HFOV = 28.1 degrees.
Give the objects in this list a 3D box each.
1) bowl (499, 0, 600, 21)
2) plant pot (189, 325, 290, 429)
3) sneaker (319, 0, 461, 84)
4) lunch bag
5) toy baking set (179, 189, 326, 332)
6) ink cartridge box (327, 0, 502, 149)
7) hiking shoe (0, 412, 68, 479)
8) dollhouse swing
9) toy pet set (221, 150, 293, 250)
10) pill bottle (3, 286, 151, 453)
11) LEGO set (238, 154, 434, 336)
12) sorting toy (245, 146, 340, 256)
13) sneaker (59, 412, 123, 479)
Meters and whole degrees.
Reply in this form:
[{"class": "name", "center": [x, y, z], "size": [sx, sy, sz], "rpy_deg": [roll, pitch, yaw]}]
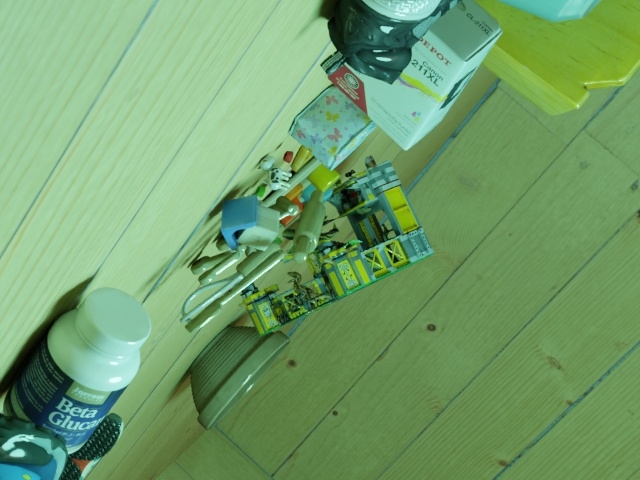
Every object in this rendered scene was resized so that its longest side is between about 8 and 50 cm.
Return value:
[{"class": "bowl", "center": [0.323, -0.395, 1.598], "size": [0.311, 0.163, 0.311], "rpy_deg": [-47, 174, -6]}, {"class": "plant pot", "center": [-0.175, 0.243, 2.460], "size": [0.237, 0.110, 0.237], "rpy_deg": [-48, 174, -7]}, {"class": "sneaker", "center": [0.095, -0.244, 1.230], "size": [0.268, 0.101, 0.153], "rpy_deg": [-35, 168, -42]}, {"class": "lunch bag", "center": [0.017, -0.135, 1.500], "size": [0.083, 0.071, 0.053], "rpy_deg": [-46, 173, -24]}, {"class": "toy baking set", "center": [-0.081, 0.026, 1.542], "size": [0.197, 0.030, 0.256], "rpy_deg": [-30, -159, 18]}, {"class": "ink cartridge box", "center": [0.097, -0.200, 1.372], "size": [0.072, 0.127, 0.175], "rpy_deg": [-42, 171, -32]}, {"class": "hiking shoe", "center": [-0.306, 0.251, 1.202], "size": [0.304, 0.113, 0.132], "rpy_deg": [107, -3, -61]}, {"class": "dollhouse swing", "center": [0.381, -0.347, 1.875], "size": [0.347, 0.315, 0.305], "rpy_deg": [-48, 162, -5]}, {"class": "toy pet set", "center": [-0.089, -0.042, 1.513], "size": [0.122, 0.065, 0.114], "rpy_deg": [-49, -150, 45]}, {"class": "pill bottle", "center": [-0.234, 0.125, 1.244], "size": [0.169, 0.094, 0.094], "rpy_deg": [-52, 173, 32]}, {"class": "LEGO set", "center": [0.000, 0.000, 2.003], "size": [0.255, 0.192, 0.331], "rpy_deg": [-23, 176, -33]}, {"class": "sorting toy", "center": [-0.028, -0.060, 1.804], "size": [0.196, 0.047, 0.348], "rpy_deg": [-47, 174, -16]}, {"class": "sneaker", "center": [-0.348, 0.305, 1.902], "size": [0.161, 0.057, 0.075], "rpy_deg": [-51, -169, 17]}]
